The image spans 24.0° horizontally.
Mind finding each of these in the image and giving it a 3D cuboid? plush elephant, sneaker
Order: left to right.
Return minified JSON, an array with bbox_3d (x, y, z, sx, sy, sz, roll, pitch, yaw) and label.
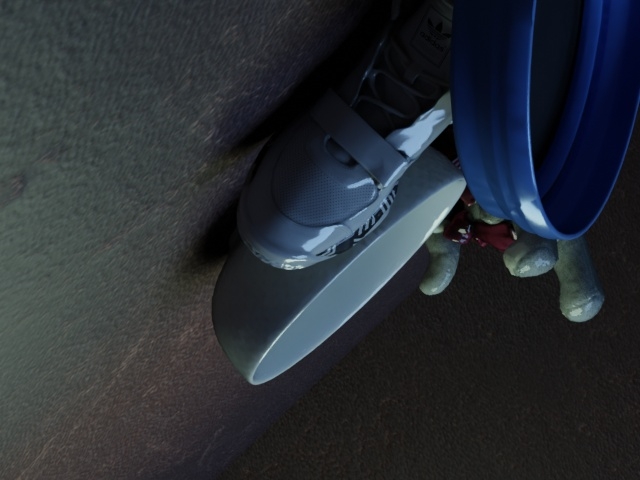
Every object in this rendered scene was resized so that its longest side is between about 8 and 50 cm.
[{"bbox_3d":[0.063,-0.138,1.408,0.366,0.137,0.210,-45,170,-23],"label":"sneaker"},{"bbox_3d":[0.214,-0.037,2.103,0.255,0.330,0.272,-18,160,23],"label":"plush elephant"}]

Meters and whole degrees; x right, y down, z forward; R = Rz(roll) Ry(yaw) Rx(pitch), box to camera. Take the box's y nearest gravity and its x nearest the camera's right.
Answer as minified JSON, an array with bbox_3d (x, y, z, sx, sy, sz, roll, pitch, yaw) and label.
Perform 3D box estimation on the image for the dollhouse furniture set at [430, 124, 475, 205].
[{"bbox_3d":[0.260,-0.197,1.895,0.201,0.152,0.374,-49,169,28],"label":"dollhouse furniture set"}]

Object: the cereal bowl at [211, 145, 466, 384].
[{"bbox_3d":[0.000,0.000,1.702,0.339,0.141,0.339,-43,171,-8],"label":"cereal bowl"}]

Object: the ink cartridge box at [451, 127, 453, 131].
[{"bbox_3d":[0.225,-0.134,2.341,0.224,0.045,0.223,-31,163,-50],"label":"ink cartridge box"}]

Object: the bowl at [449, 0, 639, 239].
[{"bbox_3d":[0.211,-0.197,1.319,0.391,0.077,0.391,10,90,-66],"label":"bowl"}]
